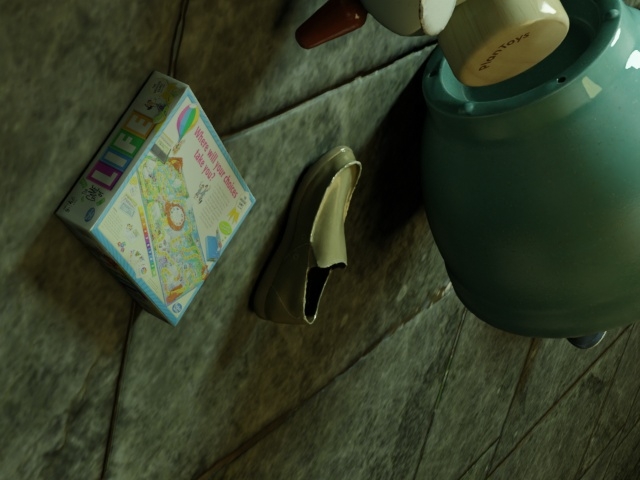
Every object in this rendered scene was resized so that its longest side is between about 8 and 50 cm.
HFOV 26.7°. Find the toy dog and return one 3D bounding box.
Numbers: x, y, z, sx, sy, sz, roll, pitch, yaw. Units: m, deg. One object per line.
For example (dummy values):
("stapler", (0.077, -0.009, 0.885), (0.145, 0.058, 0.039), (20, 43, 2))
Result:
("toy dog", (0.042, -0.197, 0.778), (0.161, 0.220, 0.334), (-29, 144, -2))

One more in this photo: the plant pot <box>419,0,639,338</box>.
("plant pot", (0.202, -0.092, 1.122), (0.293, 0.293, 0.196), (-53, 129, -25))

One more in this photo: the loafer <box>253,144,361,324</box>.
("loafer", (0.000, 0.000, 1.027), (0.056, 0.050, 0.148), (4, 111, -66))

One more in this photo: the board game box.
("board game box", (-0.096, -0.021, 0.829), (0.103, 0.026, 0.154), (-57, 157, -15))

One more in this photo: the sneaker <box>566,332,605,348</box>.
("sneaker", (0.348, 0.063, 1.782), (0.163, 0.086, 0.226), (-44, 142, -61))
